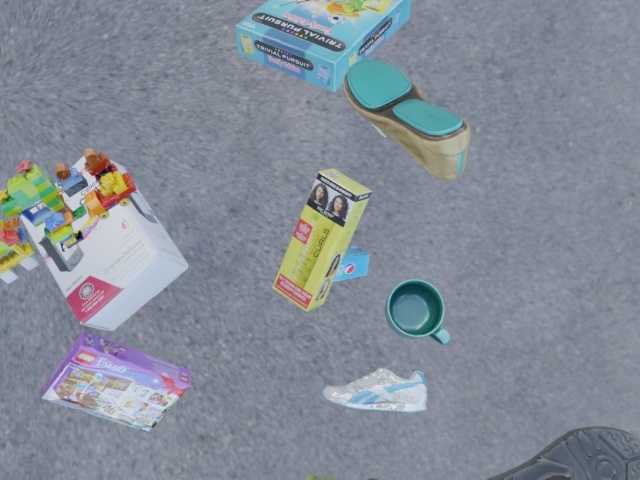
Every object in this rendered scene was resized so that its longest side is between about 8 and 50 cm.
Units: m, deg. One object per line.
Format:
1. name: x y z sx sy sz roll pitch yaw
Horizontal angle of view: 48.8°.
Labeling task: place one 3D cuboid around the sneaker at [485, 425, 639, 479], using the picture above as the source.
1. sneaker: 0.268 0.292 0.830 0.227 0.130 0.087 -22 65 -13

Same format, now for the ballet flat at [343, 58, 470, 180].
1. ballet flat: 0.092 -0.139 0.817 0.080 0.232 0.073 -24 129 -10

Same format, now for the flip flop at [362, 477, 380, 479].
1. flip flop: 0.061 0.329 0.844 0.080 0.277 0.112 23 75 -2

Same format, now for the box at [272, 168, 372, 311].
1. box: 0.000 0.000 1.193 0.058 0.087 0.232 -20 139 -56

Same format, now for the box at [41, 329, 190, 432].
1. box: -0.495 0.351 1.725 0.293 0.057 0.201 29 116 -29

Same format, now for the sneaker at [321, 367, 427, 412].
1. sneaker: 0.117 0.324 1.530 0.229 0.087 0.092 0 77 11

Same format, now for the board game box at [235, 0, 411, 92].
1. board game box: 0.014 -0.490 1.578 0.336 0.254 0.079 -50 155 -34

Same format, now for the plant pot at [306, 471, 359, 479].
1. plant pot: 0.111 0.642 1.560 0.254 0.276 0.276 -7 105 2

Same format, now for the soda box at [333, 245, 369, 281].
1. soda box: 0.033 0.072 2.004 0.210 0.067 0.071 -9 117 -30

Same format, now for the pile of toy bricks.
1. pile of toy bricks: -0.353 -0.055 0.894 0.212 0.118 0.105 -33 138 -2

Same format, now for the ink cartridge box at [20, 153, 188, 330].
1. ink cartridge box: -0.461 0.002 1.494 0.226 0.306 0.131 -41 159 7

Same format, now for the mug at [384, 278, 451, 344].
1. mug: 0.214 0.173 1.610 0.129 0.097 0.158 -12 78 -5
